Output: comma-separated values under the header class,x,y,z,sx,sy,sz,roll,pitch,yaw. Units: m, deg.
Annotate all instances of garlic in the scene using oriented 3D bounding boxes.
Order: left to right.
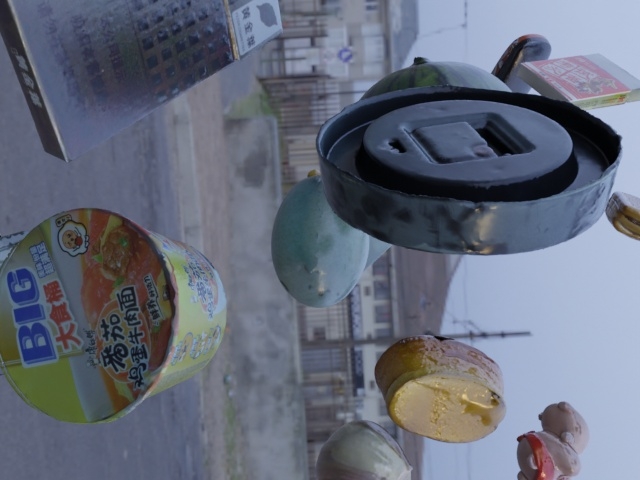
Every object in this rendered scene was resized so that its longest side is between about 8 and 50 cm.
class,x,y,z,sx,sy,sz,roll,pitch,yaw
garlic,0.054,0.340,1.286,0.206,0.128,0.115,137,-45,-68

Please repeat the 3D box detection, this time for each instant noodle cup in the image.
class,x,y,z,sx,sy,sz,roll,pitch,yaw
instant noodle cup,-0.194,0.075,0.818,0.153,0.205,0.205,14,71,-69

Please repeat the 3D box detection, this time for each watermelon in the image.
class,x,y,z,sx,sy,sz,roll,pitch,yaw
watermelon,0.200,-0.203,1.349,0.331,0.331,0.189,-98,-170,-76

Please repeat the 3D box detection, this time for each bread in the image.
class,x,y,z,sx,sy,sz,roll,pitch,yaw
bread,0.239,0.292,1.626,0.143,0.269,0.195,-96,-152,-54
bread,0.656,-0.046,1.701,0.077,0.116,0.200,-62,175,18

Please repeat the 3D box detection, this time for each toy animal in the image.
class,x,y,z,sx,sy,sz,roll,pitch,yaw
toy animal,0.545,0.490,1.927,0.198,0.171,0.171,-48,161,-21

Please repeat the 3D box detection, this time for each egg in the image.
class,x,y,z,sx,sy,sz,roll,pitch,yaw
egg,0.000,0.000,1.407,0.169,0.169,0.236,88,4,-62

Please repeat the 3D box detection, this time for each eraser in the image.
class,x,y,z,sx,sy,sz,roll,pitch,yaw
eraser,0.545,-0.329,1.706,0.157,0.230,0.038,52,-36,40

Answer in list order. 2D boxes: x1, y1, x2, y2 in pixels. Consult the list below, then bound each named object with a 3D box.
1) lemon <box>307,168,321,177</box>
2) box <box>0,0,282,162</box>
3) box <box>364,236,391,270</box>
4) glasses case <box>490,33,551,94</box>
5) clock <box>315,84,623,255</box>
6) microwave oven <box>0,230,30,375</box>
class,x,y,z,sx,sy,sz,roll,pitch,yaw
lemon,0.034,-0.072,2.096,0.244,0.187,0.187,56,6,-13
box,-0.171,-0.237,0.853,0.325,0.047,0.180,-40,139,-33
box,0.075,0.004,1.615,0.086,0.225,0.129,50,-33,-3
glasses case,0.448,-0.374,1.938,0.267,0.103,0.067,118,-37,-47
clock,0.158,-0.089,0.898,0.325,0.325,0.067,-96,-177,-60
microwave oven,-0.417,0.090,1.034,0.205,0.129,0.163,-24,-96,57
